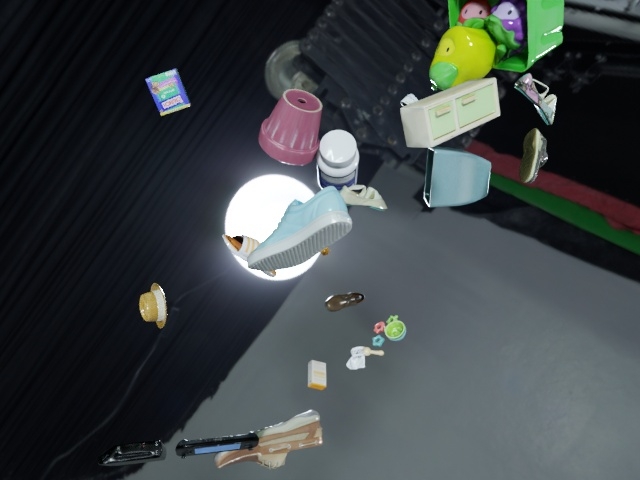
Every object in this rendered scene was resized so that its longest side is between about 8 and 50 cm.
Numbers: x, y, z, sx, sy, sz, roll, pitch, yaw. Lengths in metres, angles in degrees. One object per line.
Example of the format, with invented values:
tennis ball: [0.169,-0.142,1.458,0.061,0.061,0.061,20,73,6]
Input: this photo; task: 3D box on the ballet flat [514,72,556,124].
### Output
ballet flat: [0.772,-0.498,1.709,0.221,0.079,0.077,38,26,-23]

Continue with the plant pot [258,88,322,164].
plant pot: [-0.083,-0.372,1.561,0.201,0.201,0.180,34,-47,9]

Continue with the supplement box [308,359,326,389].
supplement box: [-0.013,0.512,1.859,0.062,0.036,0.098,20,46,-22]

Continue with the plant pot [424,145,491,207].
plant pot: [0.599,-0.278,2.133,0.252,0.247,0.248,4,15,6]

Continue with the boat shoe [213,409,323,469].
boat shoe: [-0.138,0.592,1.395,0.123,0.324,0.116,117,-45,-65]

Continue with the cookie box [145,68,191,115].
cookie box: [-0.432,-0.423,1.392,0.040,0.092,0.107,-109,180,-66]

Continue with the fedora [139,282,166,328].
fedora: [-0.712,0.280,2.061,0.079,0.194,0.194,-5,23,-36]

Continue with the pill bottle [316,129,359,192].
pill bottle: [0.063,-0.277,1.760,0.153,0.153,0.264,34,-14,11]

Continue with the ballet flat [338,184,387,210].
ballet flat: [0.164,-0.161,1.793,0.248,0.086,0.086,3,19,-41]

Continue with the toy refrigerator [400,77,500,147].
toy refrigerator: [0.337,-0.326,1.239,0.094,0.269,0.102,18,-51,54]

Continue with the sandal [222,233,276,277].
sandal: [-0.224,0.034,1.656,0.265,0.076,0.102,38,10,-43]

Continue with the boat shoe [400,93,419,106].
boat shoe: [0.486,-0.626,2.414,0.226,0.076,0.083,49,-15,21]

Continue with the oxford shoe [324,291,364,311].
oxford shoe: [0.123,0.296,2.430,0.096,0.227,0.083,-35,-108,55]

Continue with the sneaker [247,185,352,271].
sneaker: [-0.068,-0.030,1.373,0.135,0.366,0.150,24,47,-49]

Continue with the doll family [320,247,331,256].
doll family: [0.000,0.000,2.349,0.263,0.163,0.118,-14,-43,32]

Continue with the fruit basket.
fruit basket: [0.476,-0.619,1.463,0.392,0.392,0.283,30,-40,51]

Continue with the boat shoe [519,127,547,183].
boat shoe: [0.718,-0.277,1.624,0.073,0.223,0.080,23,-30,-8]

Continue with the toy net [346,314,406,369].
toy net: [0.170,0.330,1.601,0.045,0.232,0.122,55,2,-38]

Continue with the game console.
game console: [-0.329,0.502,1.176,0.361,0.044,0.213,-1,-24,-14]
